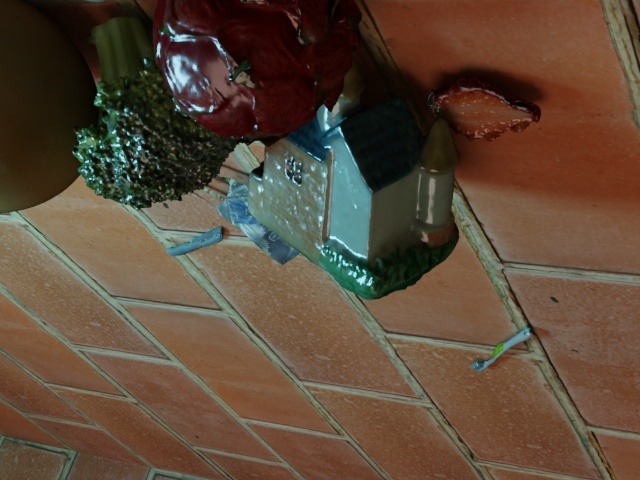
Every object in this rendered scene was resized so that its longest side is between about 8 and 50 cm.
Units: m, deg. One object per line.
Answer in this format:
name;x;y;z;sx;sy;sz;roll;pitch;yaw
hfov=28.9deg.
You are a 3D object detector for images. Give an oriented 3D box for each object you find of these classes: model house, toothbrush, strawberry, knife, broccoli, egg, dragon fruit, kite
model house;0.054;-0.131;1.633;0.267;0.194;0.325;37;142;35
toothbrush;0.335;0.201;2.269;0.026;0.022;0.263;12;157;-12
strawberry;0.205;-0.171;1.567;0.152;0.048;0.104;6;147;19
knife;-0.228;0.005;2.290;0.028;0.015;0.210;38;150;-23
broccoli;-0.207;-0.165;1.661;0.235;0.260;0.288;13;161;-20
egg;-0.483;-0.203;1.707;0.374;0.301;0.301;39;151;-14
dragon fruit;-0.074;-0.224;1.421;0.244;0.244;0.299;21;139;-2
kite;-0.147;-0.073;2.024;0.310;0.015;0.169;34;148;-8

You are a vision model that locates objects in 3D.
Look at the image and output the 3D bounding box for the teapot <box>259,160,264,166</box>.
teapot;-0.050;-0.094;1.919;0.100;0.045;0.068;36;132;6
